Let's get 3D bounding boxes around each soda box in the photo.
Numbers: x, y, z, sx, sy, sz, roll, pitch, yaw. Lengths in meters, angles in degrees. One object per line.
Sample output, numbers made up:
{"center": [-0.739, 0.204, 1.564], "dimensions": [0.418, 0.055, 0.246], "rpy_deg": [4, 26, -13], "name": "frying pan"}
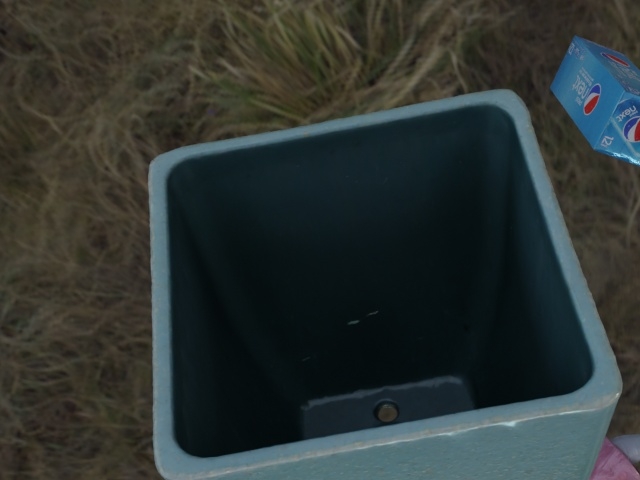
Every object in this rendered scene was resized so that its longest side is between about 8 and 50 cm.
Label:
{"center": [0.317, -0.156, 1.237], "dimensions": [0.067, 0.210, 0.071], "rpy_deg": [19, 113, -10], "name": "soda box"}

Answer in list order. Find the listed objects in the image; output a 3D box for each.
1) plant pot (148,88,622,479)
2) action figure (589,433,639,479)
{"center": [0.038, 0.090, 0.751], "dimensions": [0.248, 0.252, 0.247], "rpy_deg": [-10, 49, 2], "name": "plant pot"}
{"center": [0.204, 0.198, 1.105], "dimensions": [0.276, 0.248, 0.370], "rpy_deg": [-12, 58, -18], "name": "action figure"}
